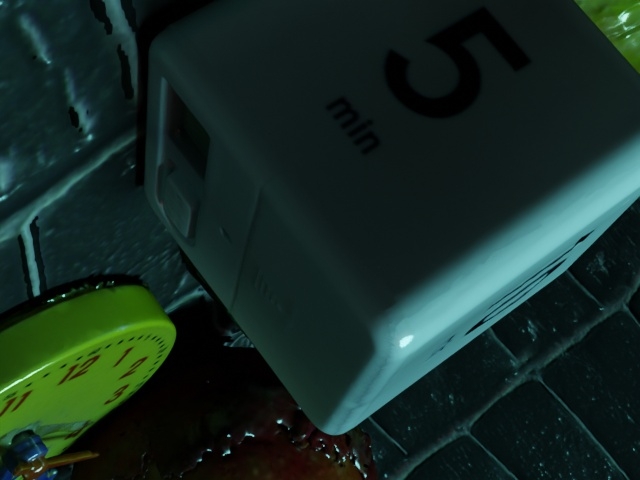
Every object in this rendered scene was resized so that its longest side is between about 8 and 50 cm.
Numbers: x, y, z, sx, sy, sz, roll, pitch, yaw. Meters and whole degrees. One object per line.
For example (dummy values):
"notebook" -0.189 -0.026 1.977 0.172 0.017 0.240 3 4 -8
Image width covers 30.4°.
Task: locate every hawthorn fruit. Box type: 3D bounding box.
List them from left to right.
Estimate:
"hawthorn fruit" -0.088 0.242 1.055 0.316 0.316 0.316 -36 168 -9

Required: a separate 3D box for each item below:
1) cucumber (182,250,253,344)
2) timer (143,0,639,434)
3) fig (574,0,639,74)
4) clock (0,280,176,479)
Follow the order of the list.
"cucumber" 0.005 -0.005 0.867 0.191 0.130 0.191 -41 174 -5
"timer" 0.036 -0.039 0.635 0.195 0.194 0.192 -33 167 -20
"fig" 0.179 -0.175 0.650 0.160 0.143 0.231 -34 176 -31
"clock" -0.222 0.141 0.843 0.277 0.071 0.293 -25 162 -45
